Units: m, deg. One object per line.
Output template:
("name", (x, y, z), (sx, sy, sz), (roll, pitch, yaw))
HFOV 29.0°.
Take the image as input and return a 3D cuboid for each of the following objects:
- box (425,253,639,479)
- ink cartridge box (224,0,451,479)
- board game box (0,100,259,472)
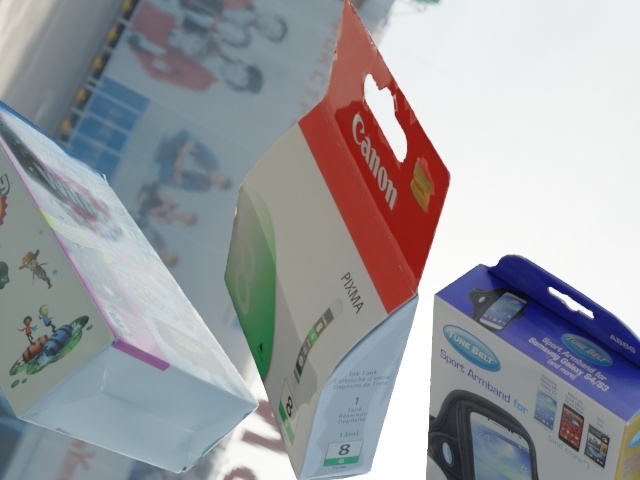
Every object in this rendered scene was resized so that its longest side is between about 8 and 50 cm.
("box", (0.074, 0.070, 0.427), (0.028, 0.081, 0.136), (-33, 138, -29))
("ink cartridge box", (0.000, 0.000, 0.718), (0.181, 0.056, 0.225), (-114, -155, -45))
("board game box", (-0.207, 0.030, 1.018), (0.097, 0.224, 0.303), (-42, -121, 5))
